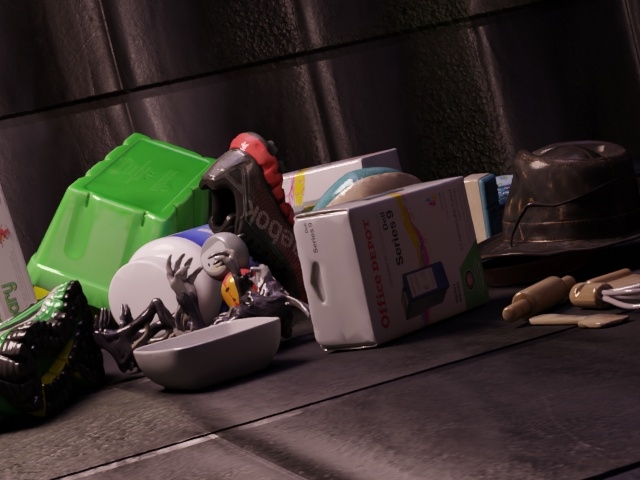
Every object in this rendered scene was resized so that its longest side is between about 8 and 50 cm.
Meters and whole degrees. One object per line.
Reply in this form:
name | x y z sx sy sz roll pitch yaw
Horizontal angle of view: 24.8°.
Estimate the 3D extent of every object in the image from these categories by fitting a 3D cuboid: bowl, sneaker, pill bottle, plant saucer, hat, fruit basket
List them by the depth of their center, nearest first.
bowl | -0.121 0.127 1.598 0.142 0.053 0.142 -15 4 -30
sneaker | -0.357 0.133 1.735 0.146 0.134 0.343 -13 4 11
hat | 0.306 -0.058 1.834 0.331 0.134 0.331 -14 4 1
plant saucer | 0.275 0.030 1.852 0.168 0.029 0.168 -14 3 1
sneaker | -0.086 -0.011 2.092 0.135 0.276 0.097 -35 20 -28
pill bottle | -0.191 0.063 2.108 0.152 0.152 0.272 -12 4 22
fruit basket | -0.333 0.043 2.401 0.283 0.392 0.392 19 8 8

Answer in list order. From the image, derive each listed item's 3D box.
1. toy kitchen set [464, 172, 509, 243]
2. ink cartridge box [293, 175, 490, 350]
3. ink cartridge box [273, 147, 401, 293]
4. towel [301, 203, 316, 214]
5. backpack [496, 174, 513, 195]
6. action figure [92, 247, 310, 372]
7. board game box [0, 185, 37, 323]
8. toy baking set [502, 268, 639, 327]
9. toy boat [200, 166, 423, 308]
toy kitchen set | 0.347 -0.066 2.354 0.166 0.122 0.207 -4 13 31
ink cartridge box | 0.082 0.024 1.632 0.093 0.154 0.212 -9 5 45
ink cartridge box | 0.000 -0.025 2.439 0.270 0.197 0.198 -12 4 21
towel | 0.011 -0.039 2.054 0.083 0.009 0.060 -15 -33 -13
backpack | 0.347 -0.061 2.523 0.114 0.105 0.084 -14 26 -14
action figure | -0.138 0.078 1.773 0.275 0.141 0.164 -14 -9 18
board game box | -0.439 0.052 1.951 0.053 0.305 0.193 -19 5 -27
toy baking set | 0.284 0.050 1.454 0.196 0.030 0.256 -11 4 37
toy boat | 0.000 0.000 1.985 0.318 0.148 0.267 -25 -26 -10
